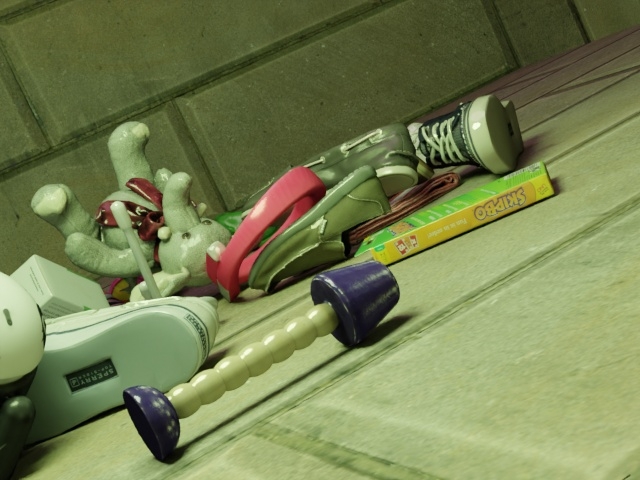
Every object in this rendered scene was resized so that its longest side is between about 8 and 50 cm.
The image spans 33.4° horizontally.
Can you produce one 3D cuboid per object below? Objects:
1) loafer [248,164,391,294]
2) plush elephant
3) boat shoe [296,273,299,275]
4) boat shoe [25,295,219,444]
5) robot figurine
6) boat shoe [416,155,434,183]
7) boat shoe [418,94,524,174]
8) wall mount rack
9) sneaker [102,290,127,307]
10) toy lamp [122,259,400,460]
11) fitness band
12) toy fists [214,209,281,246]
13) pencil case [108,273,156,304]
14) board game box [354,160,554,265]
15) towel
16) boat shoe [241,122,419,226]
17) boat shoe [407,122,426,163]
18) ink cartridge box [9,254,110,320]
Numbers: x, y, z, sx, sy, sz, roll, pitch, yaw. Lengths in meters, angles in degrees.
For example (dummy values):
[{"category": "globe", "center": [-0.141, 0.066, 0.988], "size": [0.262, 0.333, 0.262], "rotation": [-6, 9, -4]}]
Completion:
[{"category": "loafer", "center": [0.000, 0.000, 1.534], "size": [0.251, 0.087, 0.094], "rotation": [-41, -4, 14]}, {"category": "plush elephant", "center": [-0.255, -0.013, 1.728], "size": [0.255, 0.330, 0.272], "rotation": [-5, 23, 37]}, {"category": "boat shoe", "center": [-0.007, -0.008, 1.630], "size": [0.142, 0.040, 0.049], "rotation": [-50, 17, -16]}, {"category": "boat shoe", "center": [-0.288, 0.139, 1.307], "size": [0.367, 0.136, 0.156], "rotation": [-20, 8, 17]}, {"category": "robot figurine", "center": [-0.409, 0.157, 1.170], "size": [0.278, 0.209, 0.173], "rotation": [-61, 12, 20]}, {"category": "boat shoe", "center": [0.109, -0.118, 2.018], "size": [0.123, 0.123, 0.342], "rotation": [-54, 17, -5]}, {"category": "boat shoe", "center": [0.227, -0.156, 1.709], "size": [0.158, 0.127, 0.340], "rotation": [-14, 1, 18]}, {"category": "wall mount rack", "center": [-0.320, 0.101, 1.424], "size": [0.350, 0.130, 0.304], "rotation": [-27, -19, -12]}, {"category": "sneaker", "center": [-0.377, 0.150, 1.821], "size": [0.077, 0.072, 0.178], "rotation": [16, 39, 11]}, {"category": "toy lamp", "center": [-0.046, 0.099, 0.982], "size": [0.274, 0.080, 0.080], "rotation": [-28, 7, -25]}, {"category": "fitness band", "center": [-0.082, -0.010, 1.620], "size": [0.209, 0.054, 0.291], "rotation": [-42, -10, -16]}, {"category": "toy fists", "center": [-0.210, 0.001, 2.232], "size": [0.279, 0.096, 0.142], "rotation": [-30, 7, -23]}, {"category": "pencil case", "center": [-0.321, 0.082, 2.010], "size": [0.104, 0.104, 0.236], "rotation": [-24, 8, 12]}, {"category": "board game box", "center": [0.171, -0.031, 1.368], "size": [0.259, 0.039, 0.124], "rotation": [-21, 7, 13]}, {"category": "towel", "center": [0.059, -0.039, 1.828], "size": [0.237, 0.037, 0.329], "rotation": [-28, 7, -29]}, {"category": "boat shoe", "center": [0.013, -0.101, 1.747], "size": [0.335, 0.096, 0.112], "rotation": [-16, -25, 32]}, {"category": "boat shoe", "center": [0.207, -0.198, 2.233], "size": [0.098, 0.096, 0.277], "rotation": [-28, 7, -22]}, {"category": "ink cartridge box", "center": [-0.438, 0.136, 1.596], "size": [0.208, 0.087, 0.153], "rotation": [-40, -32, 11]}]
